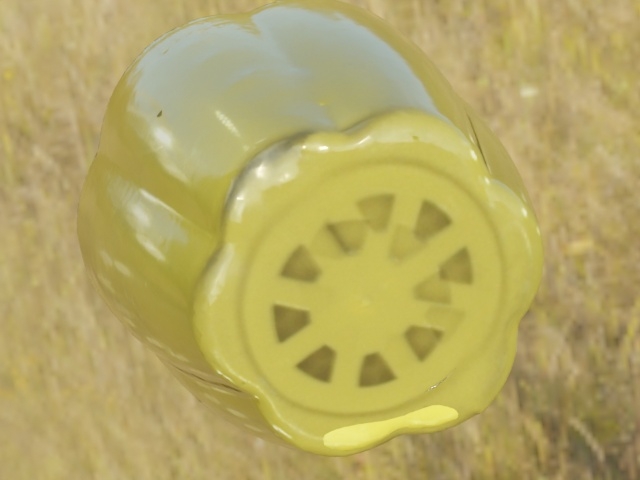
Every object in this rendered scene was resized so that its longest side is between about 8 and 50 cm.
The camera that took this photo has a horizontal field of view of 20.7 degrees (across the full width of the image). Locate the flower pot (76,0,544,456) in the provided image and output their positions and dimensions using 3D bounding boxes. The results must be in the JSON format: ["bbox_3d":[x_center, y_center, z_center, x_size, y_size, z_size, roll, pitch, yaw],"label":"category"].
[{"bbox_3d":[0.000,0.000,0.734,0.195,0.195,0.179,-13,14,-8],"label":"flower pot"}]
